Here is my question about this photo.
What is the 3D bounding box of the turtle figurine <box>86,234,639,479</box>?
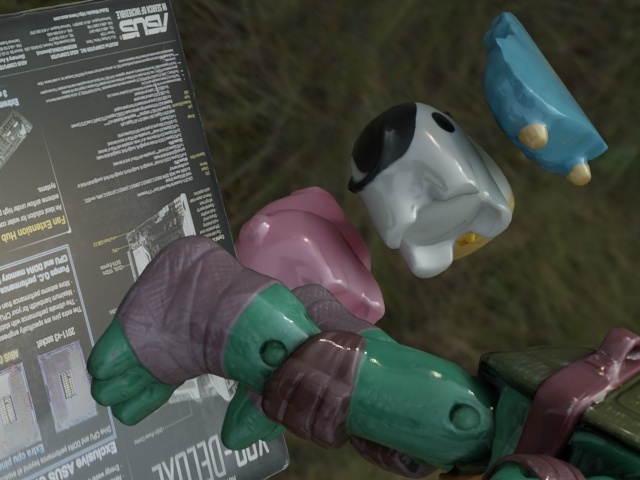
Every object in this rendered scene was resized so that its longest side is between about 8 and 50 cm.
[{"bbox_3d":[0.058,0.078,0.516,0.118,0.234,0.175,-52,149,-13],"label":"turtle figurine"}]

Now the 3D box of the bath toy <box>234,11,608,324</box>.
[{"bbox_3d":[0.000,0.000,1.202,0.348,0.129,0.151,-34,148,7],"label":"bath toy"}]

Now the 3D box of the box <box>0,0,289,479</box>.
[{"bbox_3d":[-0.147,0.030,0.840,0.077,0.307,0.242,-11,97,32],"label":"box"}]
